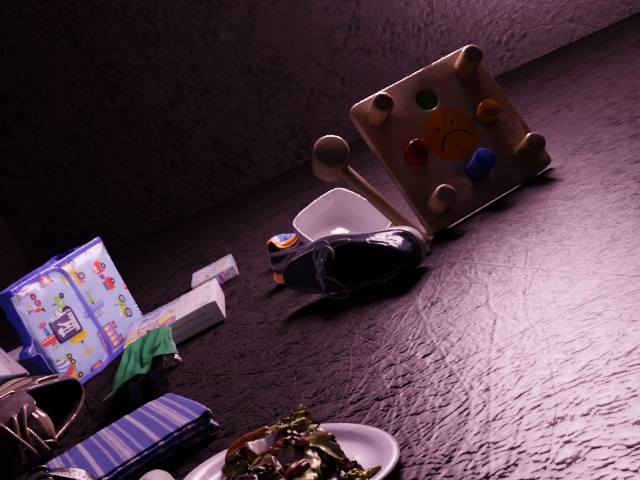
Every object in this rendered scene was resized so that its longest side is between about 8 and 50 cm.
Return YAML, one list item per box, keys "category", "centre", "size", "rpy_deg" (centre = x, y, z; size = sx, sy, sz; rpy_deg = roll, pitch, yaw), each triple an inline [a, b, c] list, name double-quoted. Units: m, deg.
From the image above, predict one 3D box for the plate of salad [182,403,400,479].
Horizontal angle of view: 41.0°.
- category: "plate of salad"
  centre: [-0.031, 0.191, 0.744]
  size: [0.200, 0.048, 0.200]
  rpy_deg: [-11, 8, 1]

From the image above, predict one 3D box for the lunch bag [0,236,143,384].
- category: "lunch bag"
  centre: [-0.494, 0.155, 1.648]
  size: [0.138, 0.220, 0.293]
  rpy_deg: [-23, 12, 22]

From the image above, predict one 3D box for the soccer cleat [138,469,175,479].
- category: "soccer cleat"
  centre: [-0.129, 0.253, 0.722]
  size: [0.076, 0.068, 0.196]
  rpy_deg: [-39, 17, 9]

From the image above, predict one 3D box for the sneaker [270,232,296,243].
- category: "sneaker"
  centre: [-0.040, 0.003, 1.705]
  size: [0.085, 0.058, 0.152]
  rpy_deg: [-36, 17, -14]

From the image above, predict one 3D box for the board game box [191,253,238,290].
- category: "board game box"
  centre: [-0.239, 0.076, 1.931]
  size: [0.103, 0.026, 0.154]
  rpy_deg: [-28, 11, -3]

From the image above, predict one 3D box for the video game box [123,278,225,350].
- category: "video game box"
  centre: [-0.270, 0.150, 1.608]
  size: [0.187, 0.048, 0.205]
  rpy_deg: [-26, 10, -2]

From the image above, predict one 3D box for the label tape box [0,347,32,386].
- category: "label tape box"
  centre: [-0.625, 0.269, 1.385]
  size: [0.249, 0.115, 0.348]
  rpy_deg: [-44, 0, -9]

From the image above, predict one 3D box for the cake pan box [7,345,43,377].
- category: "cake pan box"
  centre: [-0.663, 0.289, 1.850]
  size: [0.267, 0.070, 0.246]
  rpy_deg: [-25, 9, 11]

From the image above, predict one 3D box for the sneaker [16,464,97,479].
- category: "sneaker"
  centre: [-0.211, 0.235, 0.687]
  size: [0.276, 0.098, 0.135]
  rpy_deg: [-43, 25, 49]

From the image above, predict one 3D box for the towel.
- category: "towel"
  centre: [-0.298, 0.296, 1.047]
  size: [0.336, 0.040, 0.243]
  rpy_deg: [-30, 9, -22]

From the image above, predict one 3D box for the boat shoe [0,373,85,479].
- category: "boat shoe"
  centre: [-0.453, 0.275, 1.237]
  size: [0.130, 0.132, 0.355]
  rpy_deg: [-25, 12, 13]

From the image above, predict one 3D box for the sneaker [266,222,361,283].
- category: "sneaker"
  centre: [0.000, 0.000, 1.569]
  size: [0.215, 0.083, 0.084]
  rpy_deg: [-27, 9, -6]

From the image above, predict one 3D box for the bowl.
- category: "bowl"
  centre: [0.037, -0.016, 1.499]
  size: [0.142, 0.053, 0.142]
  rpy_deg: [34, 54, 26]

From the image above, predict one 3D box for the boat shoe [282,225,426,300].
- category: "boat shoe"
  centre: [0.036, 0.039, 1.286]
  size: [0.255, 0.095, 0.079]
  rpy_deg: [-8, 9, 36]

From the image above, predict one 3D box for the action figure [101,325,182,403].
- category: "action figure"
  centre: [-0.276, 0.190, 1.389]
  size: [0.137, 0.063, 0.232]
  rpy_deg: [-29, 15, 0]

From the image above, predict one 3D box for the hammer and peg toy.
- category: "hammer and peg toy"
  centre: [0.174, -0.139, 1.410]
  size: [0.361, 0.266, 0.127]
  rpy_deg: [-31, -11, -15]
